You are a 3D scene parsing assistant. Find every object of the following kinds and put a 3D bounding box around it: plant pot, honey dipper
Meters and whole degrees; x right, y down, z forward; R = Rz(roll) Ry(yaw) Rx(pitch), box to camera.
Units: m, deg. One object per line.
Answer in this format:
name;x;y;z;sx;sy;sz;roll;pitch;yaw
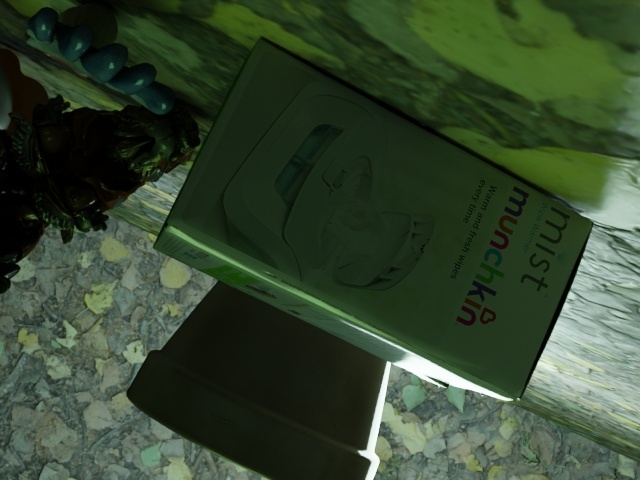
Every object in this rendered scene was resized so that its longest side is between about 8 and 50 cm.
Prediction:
plant pot;-0.038;0.134;1.053;0.323;0.280;0.323;24;173;3
honey dipper;-0.182;-0.145;0.590;0.030;0.030;0.160;30;172;-32

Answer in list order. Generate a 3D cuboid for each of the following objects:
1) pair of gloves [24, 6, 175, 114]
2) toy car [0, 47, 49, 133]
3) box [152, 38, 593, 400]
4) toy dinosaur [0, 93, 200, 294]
pair of gloves;-0.172;-0.121;0.450;0.198;0.023;0.159;30;177;-27
toy car;-0.368;-0.150;0.752;0.238;0.210;0.219;-3;175;-35
box;0.012;0.001;0.591;0.231;0.127;0.262;26;172;-9
toy dinosaur;-0.262;-0.033;0.698;0.164;0.322;0.218;52;-161;-5
